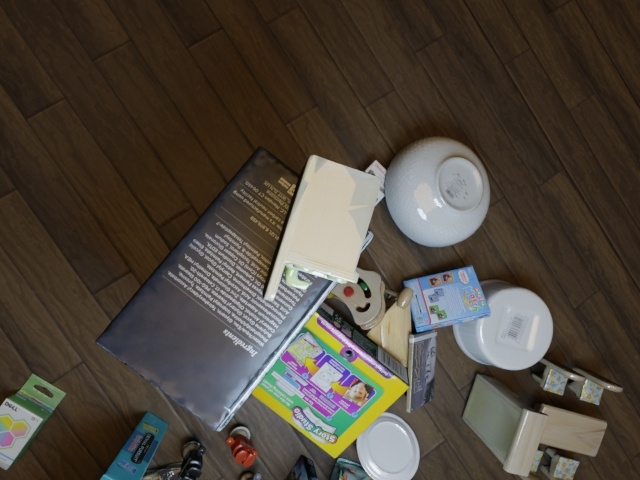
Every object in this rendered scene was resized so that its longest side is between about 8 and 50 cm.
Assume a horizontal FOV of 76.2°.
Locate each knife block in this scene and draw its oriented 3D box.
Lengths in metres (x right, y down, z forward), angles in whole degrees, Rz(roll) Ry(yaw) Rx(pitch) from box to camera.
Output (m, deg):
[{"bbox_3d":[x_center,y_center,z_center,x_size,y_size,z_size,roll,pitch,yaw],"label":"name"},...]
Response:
[{"bbox_3d":[0.233,0.328,1.232,0.242,0.088,0.275,44,83,-6],"label":"knife block"}]

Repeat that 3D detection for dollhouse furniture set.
[{"bbox_3d":[0.670,0.553,1.188,0.395,0.256,0.361,17,93,-7],"label":"dollhouse furniture set"}]

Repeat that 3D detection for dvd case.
[{"bbox_3d":[0.306,0.382,1.224,0.165,0.018,0.220,6,86,-51],"label":"dvd case"}]

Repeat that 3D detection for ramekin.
[{"bbox_3d":[0.566,0.261,1.259,0.278,0.135,0.276,0,89,-9],"label":"ramekin"}]

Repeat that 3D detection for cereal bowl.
[{"bbox_3d":[0.369,-0.151,1.206,0.340,0.141,0.338,2,85,-21],"label":"cereal bowl"}]

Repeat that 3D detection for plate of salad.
[{"bbox_3d":[0.198,0.616,1.212,0.200,0.048,0.199,9,53,-13],"label":"plate of salad"}]

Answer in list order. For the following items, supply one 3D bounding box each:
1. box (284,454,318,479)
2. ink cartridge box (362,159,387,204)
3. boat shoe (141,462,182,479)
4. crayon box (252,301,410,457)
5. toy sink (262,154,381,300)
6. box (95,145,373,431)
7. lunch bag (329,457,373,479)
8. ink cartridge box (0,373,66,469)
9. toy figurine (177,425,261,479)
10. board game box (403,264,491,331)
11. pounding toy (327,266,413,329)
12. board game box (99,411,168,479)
[{"bbox_3d":[-0.065,0.714,1.104,0.044,0.233,0.159,36,83,-7],"label":"box"},{"bbox_3d":[0.151,-0.163,1.246,0.099,0.056,0.135,43,83,-5],"label":"ink cartridge box"},{"bbox_3d":[-0.440,0.666,1.142,0.153,0.049,0.056,-10,88,-10],"label":"boat shoe"},{"bbox_3d":[0.003,0.372,1.134,0.363,0.106,0.313,40,105,-3],"label":"crayon box"},{"bbox_3d":[0.000,0.000,0.688,0.131,0.153,0.233,18,85,-7],"label":"toy sink"},{"bbox_3d":[-0.175,0.094,0.979,0.298,0.480,0.471,37,83,-4],"label":"box"},{"bbox_3d":[0.141,0.791,1.173,0.263,0.160,0.223,17,85,-2],"label":"lunch bag"},{"bbox_3d":[-0.800,0.479,1.086,0.109,0.062,0.209,35,84,-6],"label":"ink cartridge box"},{"bbox_3d":[-0.271,0.642,1.120,0.213,0.148,0.209,-13,97,-17],"label":"toy figurine"},{"bbox_3d":[0.369,0.172,1.211,0.212,0.039,0.160,-14,53,9],"label":"board game box"},{"bbox_3d":[0.120,0.175,1.187,0.270,0.155,0.154,16,73,25],"label":"pounding toy"},{"bbox_3d":[-0.505,0.606,0.989,0.079,0.336,0.253,34,84,-6],"label":"board game box"}]
